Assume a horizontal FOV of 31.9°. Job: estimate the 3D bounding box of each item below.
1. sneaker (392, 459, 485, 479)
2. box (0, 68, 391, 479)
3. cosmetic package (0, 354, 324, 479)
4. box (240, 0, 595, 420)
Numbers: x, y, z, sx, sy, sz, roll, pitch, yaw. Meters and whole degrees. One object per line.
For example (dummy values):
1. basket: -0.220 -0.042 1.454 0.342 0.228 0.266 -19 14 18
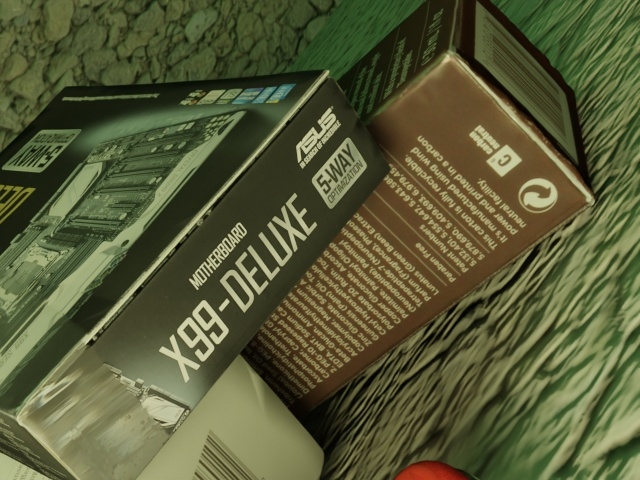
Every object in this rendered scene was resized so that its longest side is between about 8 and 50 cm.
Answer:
1. sneaker: -0.009 0.187 0.405 0.107 0.118 0.279 -36 20 53
2. box: -0.142 0.008 0.672 0.307 0.076 0.242 8 50 51
3. cosmetic package: -0.203 0.192 0.700 0.366 0.155 0.197 -17 37 31
4. box: 0.000 0.000 0.806 0.381 0.143 0.191 -41 15 24
